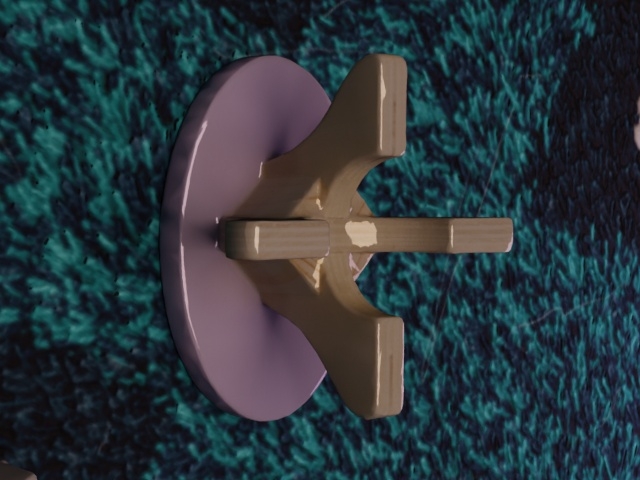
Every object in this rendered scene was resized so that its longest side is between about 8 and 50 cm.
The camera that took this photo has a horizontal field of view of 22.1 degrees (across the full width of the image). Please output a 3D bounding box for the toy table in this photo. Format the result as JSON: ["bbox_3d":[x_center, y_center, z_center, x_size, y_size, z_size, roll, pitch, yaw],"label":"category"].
[{"bbox_3d":[0.000,0.000,1.202,0.252,0.160,0.274,-16,102,-39],"label":"toy table"}]

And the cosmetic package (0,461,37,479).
[{"bbox_3d":[-0.216,0.273,1.074,0.127,0.107,0.238,-30,115,-35],"label":"cosmetic package"}]
